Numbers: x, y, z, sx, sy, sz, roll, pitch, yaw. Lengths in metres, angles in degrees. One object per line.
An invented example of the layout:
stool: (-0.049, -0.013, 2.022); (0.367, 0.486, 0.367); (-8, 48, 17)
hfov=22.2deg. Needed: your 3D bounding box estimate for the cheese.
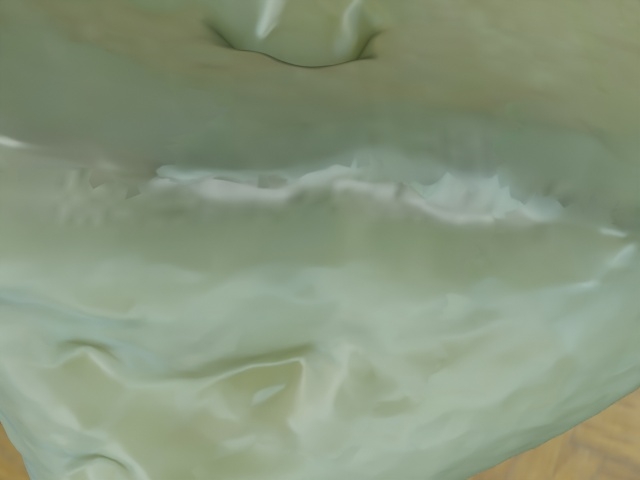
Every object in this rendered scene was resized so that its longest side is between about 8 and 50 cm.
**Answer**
cheese: (0.000, -0.001, 0.511); (0.248, 0.173, 0.251); (-6, 133, 0)
